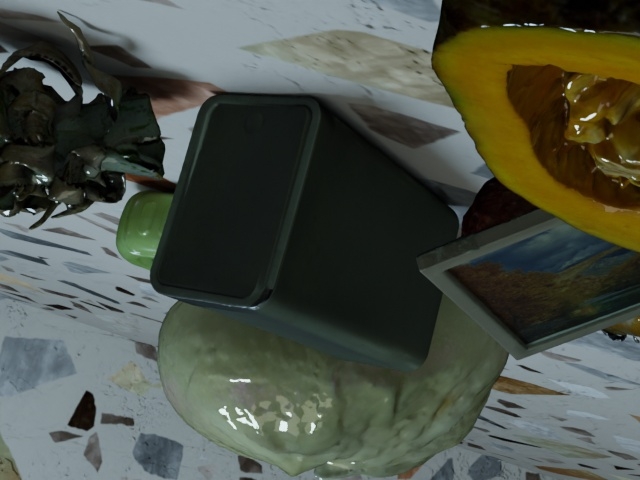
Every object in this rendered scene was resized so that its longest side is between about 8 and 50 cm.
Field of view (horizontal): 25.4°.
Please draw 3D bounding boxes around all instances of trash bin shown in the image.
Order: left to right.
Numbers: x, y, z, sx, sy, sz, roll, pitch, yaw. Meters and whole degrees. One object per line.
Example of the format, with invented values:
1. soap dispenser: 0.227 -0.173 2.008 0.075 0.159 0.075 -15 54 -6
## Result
1. trash bin: 0.000 0.000 1.144 0.122 0.164 0.240 7 168 37

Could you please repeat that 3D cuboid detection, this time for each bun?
1. bun: 0.022 0.134 1.422 0.361 0.213 0.361 -6 172 -1

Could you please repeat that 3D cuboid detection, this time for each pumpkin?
1. pumpkin: 0.177 -0.085 0.611 0.222 0.139 0.317 15 165 19

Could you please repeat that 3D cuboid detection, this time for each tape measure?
1. tape measure: -0.136 0.003 1.482 0.154 0.087 0.177 17 165 -4

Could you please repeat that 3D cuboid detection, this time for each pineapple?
1. pineapple: -0.259 -0.076 1.108 0.271 0.262 0.262 -6 169 -7

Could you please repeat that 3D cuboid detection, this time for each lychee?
1. lychee: 0.160 0.005 1.046 0.129 0.123 0.123 -9 154 37

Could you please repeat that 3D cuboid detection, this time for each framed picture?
1. framed picture: 0.209 0.004 0.925 0.250 0.016 0.184 -22 148 18

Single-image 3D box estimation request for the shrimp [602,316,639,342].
1. shrimp: 0.340 0.095 1.392 0.161 0.049 0.166 20 169 -6
